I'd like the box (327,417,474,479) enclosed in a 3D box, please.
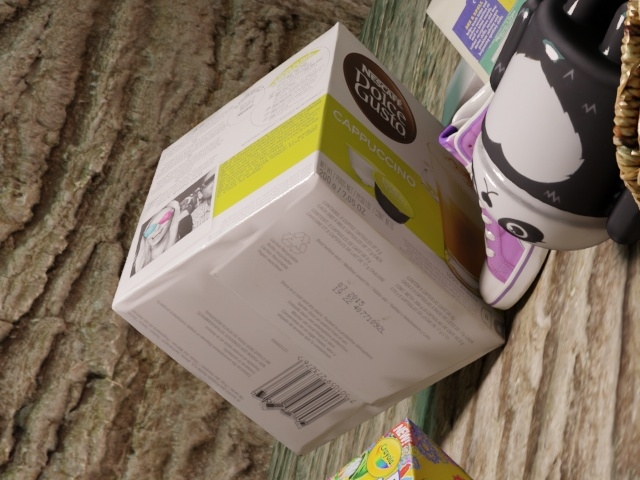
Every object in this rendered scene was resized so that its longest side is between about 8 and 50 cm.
[{"bbox_3d":[0.043,0.372,1.363,0.279,0.177,0.290,-40,18,15],"label":"box"}]

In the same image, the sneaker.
[{"bbox_3d":[0.197,-0.062,1.673,0.102,0.161,0.282,-94,20,-67],"label":"sneaker"}]

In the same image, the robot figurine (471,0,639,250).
[{"bbox_3d":[0.245,-0.119,1.353,0.209,0.173,0.278,-70,2,-52],"label":"robot figurine"}]

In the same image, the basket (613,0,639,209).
[{"bbox_3d":[0.268,-0.148,0.905,0.223,0.213,0.299,-13,60,65],"label":"basket"}]

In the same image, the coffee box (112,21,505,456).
[{"bbox_3d":[0.000,0.000,1.860,0.338,0.337,0.334,-33,28,29],"label":"coffee box"}]

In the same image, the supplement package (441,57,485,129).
[{"bbox_3d":[0.236,-0.206,1.922,0.179,0.105,0.105,117,167,-52],"label":"supplement package"}]

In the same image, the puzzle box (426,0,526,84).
[{"bbox_3d":[0.278,-0.391,1.730,0.409,0.052,0.272,-60,24,19],"label":"puzzle box"}]
